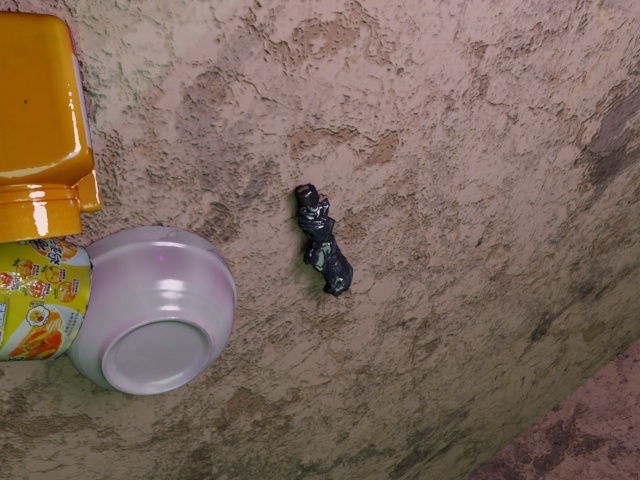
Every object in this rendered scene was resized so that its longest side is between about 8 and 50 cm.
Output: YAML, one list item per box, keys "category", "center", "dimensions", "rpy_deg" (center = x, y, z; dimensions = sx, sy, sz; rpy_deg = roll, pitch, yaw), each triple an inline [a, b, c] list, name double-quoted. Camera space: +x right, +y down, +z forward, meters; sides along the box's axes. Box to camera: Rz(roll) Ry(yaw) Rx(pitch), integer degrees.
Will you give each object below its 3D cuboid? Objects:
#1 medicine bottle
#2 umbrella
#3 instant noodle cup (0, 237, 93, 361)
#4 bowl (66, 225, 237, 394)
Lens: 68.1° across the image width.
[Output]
- category: "medicine bottle"
  center: [-0.323, -0.110, 0.496]
  dimensions: [0.149, 0.112, 0.222]
  rpy_deg: [-9, 95, -24]
- category: "umbrella"
  center: [-0.002, 0.001, 0.835]
  dimensions: [0.071, 0.080, 0.224]
  rpy_deg: [-4, 130, 19]
- category: "instant noodle cup"
  center: [-0.400, 0.065, 0.600]
  dimensions: [0.153, 0.205, 0.205]
  rpy_deg: [23, 111, -48]
- category: "bowl"
  center: [-0.261, 0.133, 0.743]
  dimensions: [0.287, 0.144, 0.287]
  rpy_deg: [-14, 127, -19]
